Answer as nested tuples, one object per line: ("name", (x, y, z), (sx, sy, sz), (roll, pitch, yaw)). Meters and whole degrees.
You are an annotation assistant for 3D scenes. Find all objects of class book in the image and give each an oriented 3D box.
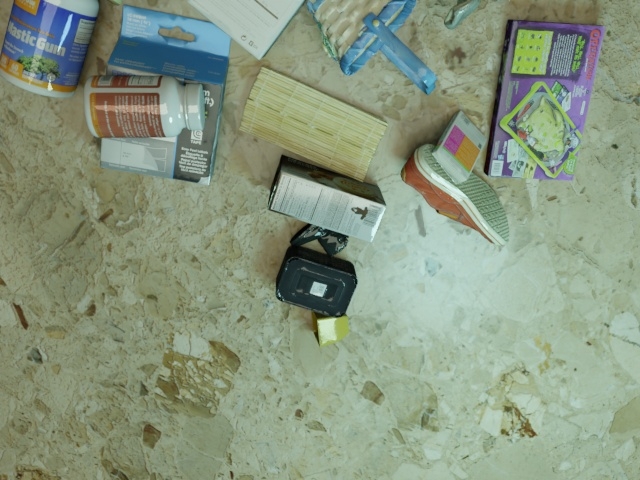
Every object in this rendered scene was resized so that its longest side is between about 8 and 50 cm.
("book", (0.312, -0.211, 1.393), (0.096, 0.144, 0.035), (44, 148, -16))

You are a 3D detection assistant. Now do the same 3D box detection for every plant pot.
("plant pot", (0.026, 0.209, 1.567), (0.083, 0.081, 0.082), (-9, 112, -10))

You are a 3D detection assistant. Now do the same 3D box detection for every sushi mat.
("sushi mat", (-0.016, -0.260, 1.405), (0.316, 0.019, 0.151), (22, 109, -8))

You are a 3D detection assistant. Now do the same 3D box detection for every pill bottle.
("pill bottle", (-0.341, -0.262, 1.226), (0.216, 0.121, 0.121), (0, 111, -3))
("pill bottle", (-0.535, -0.439, 1.245), (0.152, 0.152, 0.272), (21, 109, -10))

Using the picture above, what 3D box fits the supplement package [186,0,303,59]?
("supplement package", (-0.096, -0.528, 1.215), (0.175, 0.177, 0.293), (37, 103, -12))

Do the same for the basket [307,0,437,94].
("basket", (0.122, -0.405, 1.246), (0.289, 0.255, 0.201), (41, 101, 2))

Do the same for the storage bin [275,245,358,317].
("storage bin", (-0.011, 0.099, 1.518), (0.180, 0.084, 0.122), (18, 109, -9))

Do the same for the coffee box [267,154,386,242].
("coffee box", (0.012, -0.097, 1.413), (0.246, 0.141, 0.098), (18, 110, -8))

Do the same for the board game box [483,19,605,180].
("board game box", (0.498, -0.310, 1.405), (0.208, 0.056, 0.347), (4, 111, 0))

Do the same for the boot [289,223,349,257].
("boot", (0.000, 0.000, 1.501), (0.121, 0.045, 0.099), (-39, 107, 7))

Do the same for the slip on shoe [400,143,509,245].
("slip on shoe", (0.321, -0.096, 1.456), (0.331, 0.123, 0.101), (35, 140, -21))

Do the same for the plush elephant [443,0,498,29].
("plush elephant", (0.294, -0.557, 1.175), (0.330, 0.255, 0.272), (39, 115, -20))

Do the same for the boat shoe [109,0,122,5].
("boat shoe", (-0.432, -0.583, 1.098), (0.123, 0.123, 0.342), (-34, 87, 9))

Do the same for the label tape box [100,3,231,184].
("label tape box", (-0.331, -0.307, 1.332), (0.240, 0.106, 0.334), (9, 111, -7))
